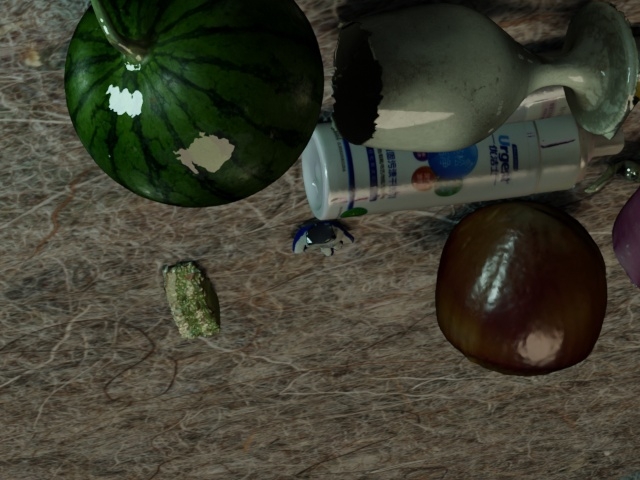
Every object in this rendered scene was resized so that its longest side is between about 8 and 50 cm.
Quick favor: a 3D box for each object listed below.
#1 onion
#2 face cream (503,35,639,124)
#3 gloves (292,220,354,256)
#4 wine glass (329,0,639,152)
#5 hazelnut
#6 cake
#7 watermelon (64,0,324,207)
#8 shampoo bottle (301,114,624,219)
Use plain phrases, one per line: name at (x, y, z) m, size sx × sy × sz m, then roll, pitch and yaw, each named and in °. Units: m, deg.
onion at (0.412, -0.026, 2.035) m, size 0.200 × 0.200 × 0.207 m, roll -26°, pitch 144°, yaw 37°
face cream at (0.249, -0.146, 1.746) m, size 0.198 × 0.057 × 0.084 m, roll -9°, pitch 162°, yaw -5°
gloves at (0.000, 0.000, 2.087) m, size 0.064 × 0.026 × 0.086 m, roll -14°, pitch 166°, yaw 13°
wine glass at (0.133, -0.136, 1.605) m, size 0.241 × 0.126 × 0.126 m, roll -5°, pitch 161°, yaw -25°
hazelnut at (0.223, 0.042, 2.124) m, size 0.208 × 0.208 × 0.208 m, roll -10°, pitch 162°, yaw -3°
cake at (-0.144, 0.067, 2.159) m, size 0.051 × 0.055 × 0.140 m, roll -6°, pitch 160°, yaw 5°
watermelon at (-0.095, -0.117, 1.421) m, size 0.188 × 0.188 × 0.214 m, roll -16°, pitch 167°, yaw 15°
shampoo bottle at (0.139, -0.079, 1.825) m, size 0.303 × 0.092 × 0.092 m, roll -6°, pitch 161°, yaw -13°
